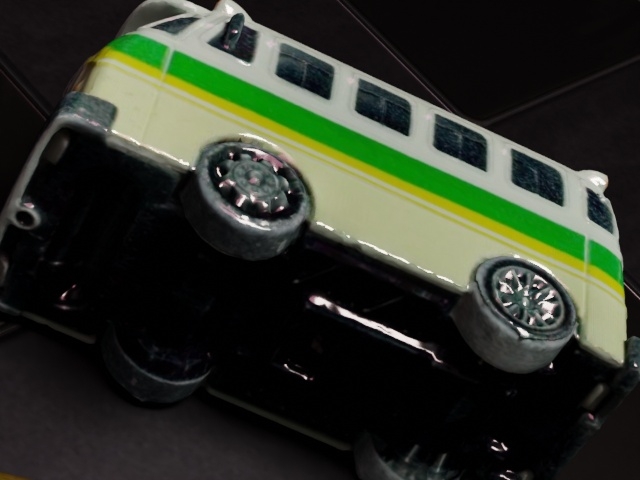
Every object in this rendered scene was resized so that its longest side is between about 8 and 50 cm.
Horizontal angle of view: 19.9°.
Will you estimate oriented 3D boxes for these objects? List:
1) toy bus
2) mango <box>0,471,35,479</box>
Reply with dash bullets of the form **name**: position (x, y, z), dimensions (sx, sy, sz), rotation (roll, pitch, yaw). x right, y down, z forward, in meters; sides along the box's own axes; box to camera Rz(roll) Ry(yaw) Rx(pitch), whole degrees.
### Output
- **toy bus**: position (0.000, 0.000, 0.840), dimensions (0.276, 0.134, 0.165), rotation (25, 40, -10)
- **mango**: position (-0.071, 0.164, 0.628), dimensions (0.267, 0.133, 0.111), rotation (23, 15, 10)
